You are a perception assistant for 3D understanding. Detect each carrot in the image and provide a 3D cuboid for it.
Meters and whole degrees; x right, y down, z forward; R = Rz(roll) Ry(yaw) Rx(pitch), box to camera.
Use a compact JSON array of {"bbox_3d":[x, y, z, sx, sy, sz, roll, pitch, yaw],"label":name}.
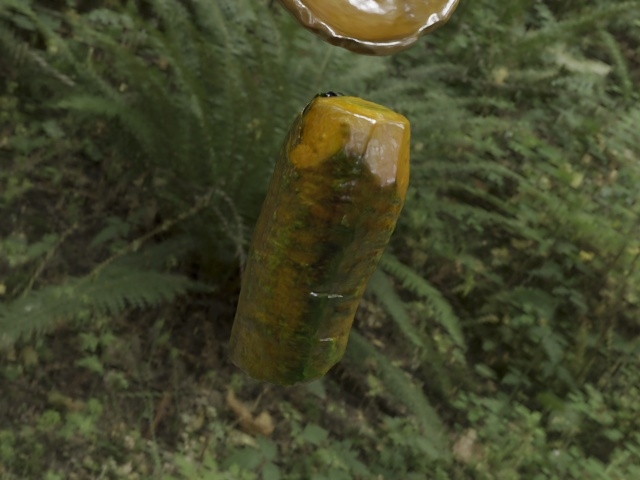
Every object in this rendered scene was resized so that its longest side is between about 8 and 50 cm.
[{"bbox_3d":[0.000,0.000,0.635,0.082,0.173,0.082,14,18,-5],"label":"carrot"}]

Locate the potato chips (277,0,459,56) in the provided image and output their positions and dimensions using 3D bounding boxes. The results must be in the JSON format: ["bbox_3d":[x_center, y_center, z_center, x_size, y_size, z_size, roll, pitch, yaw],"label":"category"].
[{"bbox_3d":[0.006,-0.201,0.643,0.150,0.049,0.202,-28,86,-21],"label":"potato chips"}]
